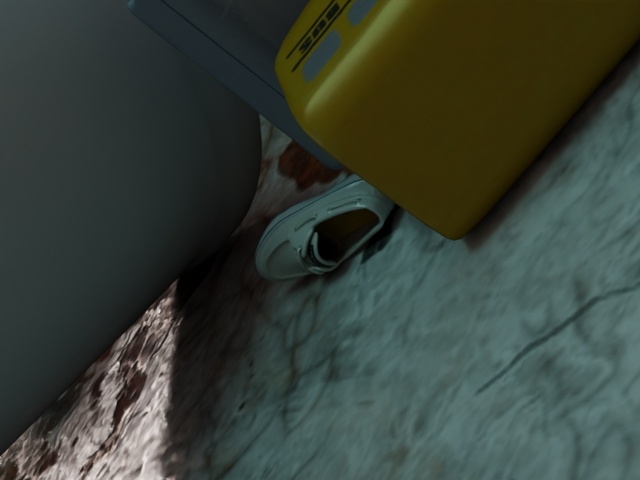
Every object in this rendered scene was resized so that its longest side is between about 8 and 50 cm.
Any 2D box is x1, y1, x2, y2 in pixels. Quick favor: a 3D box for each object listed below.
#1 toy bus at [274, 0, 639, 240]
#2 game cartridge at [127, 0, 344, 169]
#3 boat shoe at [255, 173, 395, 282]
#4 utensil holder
[{"bbox_3d":[0.121,-0.168,0.786,0.332,0.108,0.130,-50,20,13],"label":"toy bus"},{"bbox_3d":[0.007,-0.188,0.950,0.060,0.196,0.294,-25,35,41],"label":"game cartridge"},{"bbox_3d":[0.000,0.000,0.904,0.100,0.035,0.035,-31,27,36],"label":"boat shoe"},{"bbox_3d":[-0.271,-0.001,0.966,0.327,0.327,0.385,-27,18,53],"label":"utensil holder"}]
